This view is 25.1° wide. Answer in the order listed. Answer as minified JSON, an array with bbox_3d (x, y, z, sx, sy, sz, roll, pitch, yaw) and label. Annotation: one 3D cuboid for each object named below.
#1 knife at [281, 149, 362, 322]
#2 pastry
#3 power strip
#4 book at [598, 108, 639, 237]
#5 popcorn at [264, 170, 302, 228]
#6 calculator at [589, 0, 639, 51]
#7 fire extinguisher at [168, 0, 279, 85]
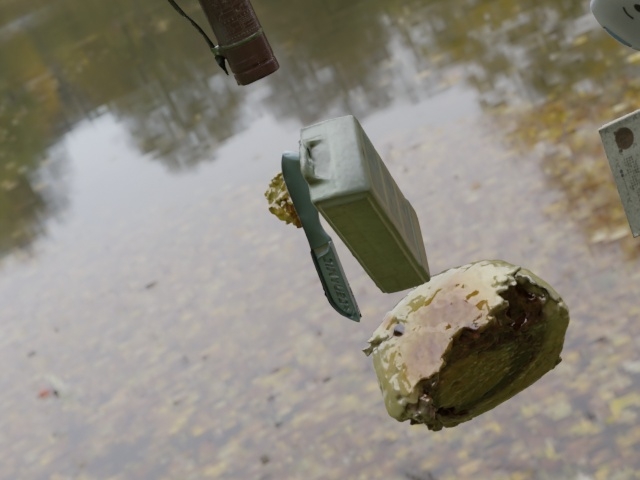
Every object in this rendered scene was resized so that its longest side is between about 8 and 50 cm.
[{"bbox_3d":[0.000,0.000,1.395,0.028,0.210,0.015,-13,34,10],"label":"knife"},{"bbox_3d":[0.183,0.120,1.848,0.256,0.170,0.237,-45,-29,11],"label":"pastry"},{"bbox_3d":[0.041,-0.026,1.226,0.052,0.078,0.272,-15,-23,10],"label":"power strip"},{"bbox_3d":[0.404,-0.096,1.597,0.016,0.138,0.199,-6,-13,-42],"label":"book"},{"bbox_3d":[-0.032,-0.057,1.837,0.082,0.083,0.057,-13,-13,39],"label":"popcorn"},{"bbox_3d":[0.428,-0.326,1.883,0.039,0.121,0.210,-50,-8,-25],"label":"calculator"},{"bbox_3d":[-0.094,-0.214,1.288,0.078,0.157,0.045,-27,16,-10],"label":"fire extinguisher"}]
